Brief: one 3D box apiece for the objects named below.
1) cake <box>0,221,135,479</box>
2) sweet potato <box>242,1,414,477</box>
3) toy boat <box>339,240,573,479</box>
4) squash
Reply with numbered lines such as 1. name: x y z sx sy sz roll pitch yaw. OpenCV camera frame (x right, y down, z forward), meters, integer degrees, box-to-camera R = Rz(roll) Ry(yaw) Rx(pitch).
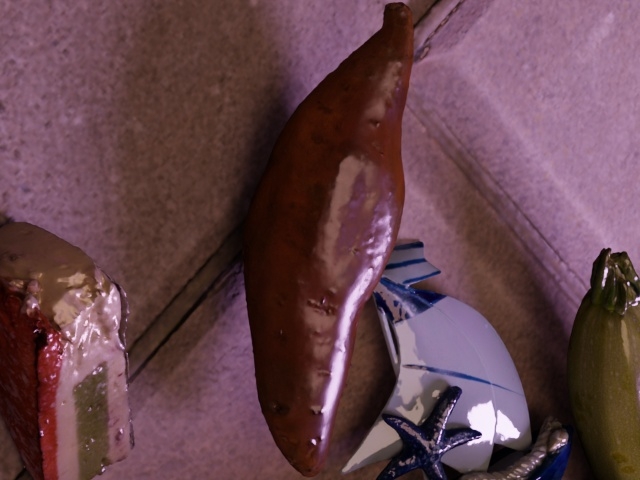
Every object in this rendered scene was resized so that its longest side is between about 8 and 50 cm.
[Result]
1. cake: -0.174 0.094 1.286 0.086 0.116 0.220 -31 116 -26
2. sweet potato: 0.000 -0.005 1.367 0.112 0.112 0.359 12 100 -32
3. toy boat: 0.084 0.157 1.488 0.210 0.070 0.292 -47 118 -16
4. squash: 0.254 0.139 1.543 0.094 0.094 0.341 -35 132 -18
